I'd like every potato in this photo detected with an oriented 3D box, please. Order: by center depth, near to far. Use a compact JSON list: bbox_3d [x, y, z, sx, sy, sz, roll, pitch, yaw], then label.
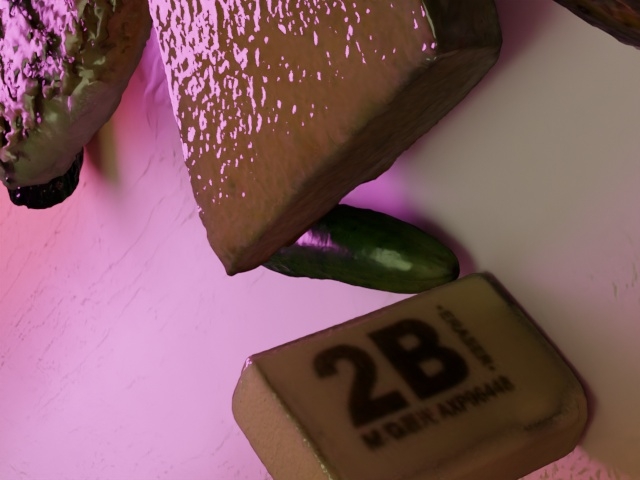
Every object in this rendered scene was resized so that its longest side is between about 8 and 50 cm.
[{"bbox_3d":[0.018,-0.115,0.842,0.255,0.112,0.269,4,113,54],"label":"potato"}]

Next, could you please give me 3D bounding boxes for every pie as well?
[{"bbox_3d":[-0.223,-0.224,1.143,0.296,0.078,0.371,-1,95,45],"label":"pie"}]

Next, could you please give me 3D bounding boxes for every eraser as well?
[{"bbox_3d":[0.051,0.091,0.846,0.117,0.172,0.058,51,144,31],"label":"eraser"}]

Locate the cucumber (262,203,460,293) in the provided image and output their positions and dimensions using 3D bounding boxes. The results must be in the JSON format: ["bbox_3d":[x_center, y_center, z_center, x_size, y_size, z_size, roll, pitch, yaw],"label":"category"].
[{"bbox_3d":[0.000,0.000,0.992,0.250,0.056,0.056,9,115,55],"label":"cucumber"}]

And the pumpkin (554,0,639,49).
[{"bbox_3d":[0.132,-0.207,0.466,0.320,0.192,0.320,175,90,-79],"label":"pumpkin"}]

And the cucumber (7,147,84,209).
[{"bbox_3d":[-0.238,-0.144,1.289,0.074,0.074,0.241,37,134,44],"label":"cucumber"}]
